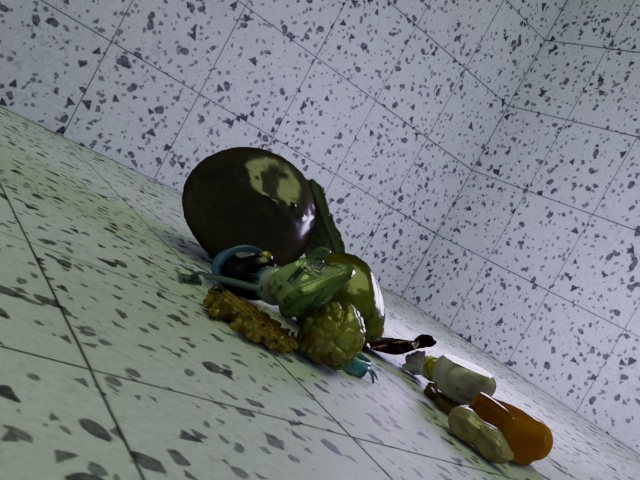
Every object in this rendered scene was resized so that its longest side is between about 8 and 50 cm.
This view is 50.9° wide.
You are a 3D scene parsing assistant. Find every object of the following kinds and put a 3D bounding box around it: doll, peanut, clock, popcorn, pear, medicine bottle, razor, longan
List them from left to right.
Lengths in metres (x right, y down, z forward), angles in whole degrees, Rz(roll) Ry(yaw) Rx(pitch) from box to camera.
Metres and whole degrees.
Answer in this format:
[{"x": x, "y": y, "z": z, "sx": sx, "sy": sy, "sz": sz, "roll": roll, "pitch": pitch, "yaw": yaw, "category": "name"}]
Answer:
[{"x": -0.234, "y": 0.098, "z": 1.618, "sx": 0.211, "sy": 0.036, "sz": 0.084, "roll": 5, "pitch": -6, "yaw": 24, "category": "razor"}, {"x": -0.211, "y": -0.090, "z": 2.136, "sx": 0.403, "sy": 0.404, "sz": 0.436, "roll": 31, "pitch": 0, "yaw": 31, "category": "longan"}, {"x": -0.174, "y": 0.088, "z": 1.762, "sx": 0.177, "sy": 0.141, "sz": 0.314, "roll": 18, "pitch": -2, "yaw": -40, "category": "doll"}, {"x": 0.020, "y": 0.218, "z": 1.562, "sx": 0.142, "sy": 0.174, "sz": 0.173, "roll": 34, "pitch": -1, "yaw": -41, "category": "popcorn"}, {"x": 0.050, "y": 0.162, "z": 1.881, "sx": 0.269, "sy": 0.269, "sz": 0.321, "roll": 27, "pitch": 15, "yaw": -35, "category": "pear"}, {"x": 0.083, "y": 0.303, "z": 1.680, "sx": 0.147, "sy": 0.045, "sz": 0.108, "roll": 31, "pitch": 4, "yaw": 14, "category": "clock"}, {"x": 0.312, "y": 0.375, "z": 2.021, "sx": 0.129, "sy": 0.081, "sz": 0.207, "roll": -5, "pitch": 1, "yaw": -12, "category": "doll"}, {"x": 0.370, "y": 0.453, "z": 1.564, "sx": 0.187, "sy": 0.082, "sz": 0.082, "roll": 33, "pitch": 5, "yaw": 40, "category": "peanut"}, {"x": 0.482, "y": 0.483, "z": 1.699, "sx": 0.222, "sy": 0.112, "sz": 0.149, "roll": 27, "pitch": 5, "yaw": -32, "category": "medicine bottle"}]

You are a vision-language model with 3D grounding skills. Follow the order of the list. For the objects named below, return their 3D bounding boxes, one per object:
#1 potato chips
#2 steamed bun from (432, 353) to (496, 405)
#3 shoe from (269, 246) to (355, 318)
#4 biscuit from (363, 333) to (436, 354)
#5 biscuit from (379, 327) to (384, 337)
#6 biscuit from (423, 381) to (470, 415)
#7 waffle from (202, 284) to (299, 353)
[{"x": 0.000, "y": 0.000, "z": 2.317, "sx": 0.430, "sy": 0.070, "sz": 0.358, "roll": 66, "pitch": -19, "yaw": 14, "category": "potato chips"}, {"x": 0.386, "y": 0.387, "z": 1.844, "sx": 0.182, "sy": 0.106, "sz": 0.183, "roll": 25, "pitch": 2, "yaw": -1, "category": "steamed bun"}, {"x": -0.014, "y": 0.094, "z": 1.596, "sx": 0.262, "sy": 0.140, "sz": 0.128, "roll": -24, "pitch": 84, "yaw": -52, "category": "shoe"}, {"x": 0.228, "y": 0.317, "z": 2.074, "sx": 0.235, "sy": 0.064, "sz": 0.151, "roll": 2, "pitch": -4, "yaw": -1, "category": "biscuit"}, {"x": 0.066, "y": 0.245, "z": 2.291, "sx": 0.343, "sy": 0.057, "sz": 0.287, "roll": 29, "pitch": 3, "yaw": -6, "category": "biscuit"}, {"x": 0.376, "y": 0.458, "z": 1.868, "sx": 0.184, "sy": 0.035, "sz": 0.249, "roll": 29, "pitch": 4, "yaw": -3, "category": "biscuit"}, {"x": -0.156, "y": 0.181, "z": 1.513, "sx": 0.231, "sy": 0.051, "sz": 0.228, "roll": 29, "pitch": 0, "yaw": -17, "category": "waffle"}]
